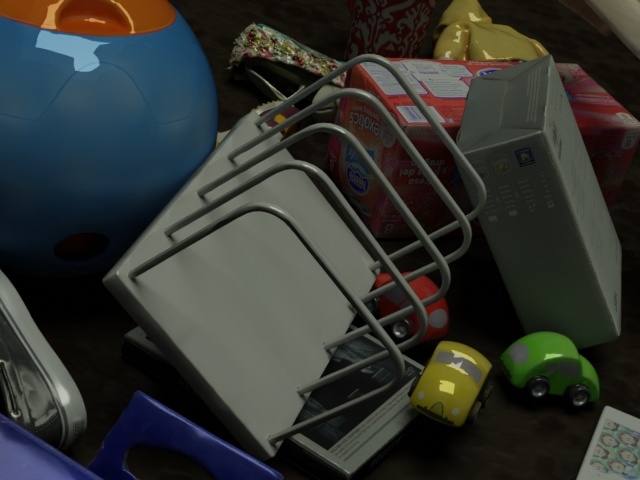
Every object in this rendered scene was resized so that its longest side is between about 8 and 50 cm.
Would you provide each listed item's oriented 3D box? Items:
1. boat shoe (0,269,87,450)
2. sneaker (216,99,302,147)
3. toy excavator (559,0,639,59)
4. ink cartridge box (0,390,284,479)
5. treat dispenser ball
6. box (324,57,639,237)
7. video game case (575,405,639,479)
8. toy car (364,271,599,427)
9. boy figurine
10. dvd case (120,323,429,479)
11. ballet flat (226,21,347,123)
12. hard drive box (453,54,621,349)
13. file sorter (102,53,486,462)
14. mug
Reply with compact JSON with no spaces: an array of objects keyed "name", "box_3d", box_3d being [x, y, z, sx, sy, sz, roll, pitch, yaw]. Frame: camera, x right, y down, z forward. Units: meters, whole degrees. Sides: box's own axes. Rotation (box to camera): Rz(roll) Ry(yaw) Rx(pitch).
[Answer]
[{"name":"boat shoe","box_3d":[-0.274,0.090,1.131,0.076,0.080,0.228,-13,49,-39]},{"name":"sneaker","box_3d":[-0.067,-0.086,1.501,0.084,0.069,0.185,39,44,19]},{"name":"toy excavator","box_3d":[0.434,-0.106,1.410,0.445,0.222,0.433,37,22,-25]},{"name":"ink cartridge box","box_3d":[-0.166,0.259,0.697,0.270,0.151,0.395,29,54,11]},{"name":"treat dispenser ball","box_3d":[-0.235,-0.109,1.248,0.288,0.288,0.288,11,32,-7]},{"name":"box","box_3d":[0.176,-0.104,1.545,0.300,0.142,0.154,-2,36,-26]},{"name":"video game case","box_3d":[0.295,0.215,1.215,0.143,0.019,0.157,22,33,12]},{"name":"toy car","box_3d":[0.159,0.099,1.279,0.225,0.053,0.239,13,22,-20]},{"name":"boy figurine","box_3d":[0.214,-0.225,1.801,0.177,0.092,0.285,-3,35,-26]},{"name":"dvd case","box_3d":[-0.027,0.113,1.234,0.238,0.030,0.179,30,34,21]},{"name":"ballet flat","box_3d":[-0.008,-0.180,1.668,0.241,0.091,0.077,26,64,24]},{"name":"hard drive box","box_3d":[0.216,-0.034,1.365,0.089,0.232,0.181,-16,24,20]},{"name":"file sorter","box_3d":[0.000,0.000,1.143,0.193,0.173,0.278,52,35,-14]},{"name":"mug","box_3d":[0.090,-0.303,1.796,0.113,0.169,0.150,6,32,-13]}]
